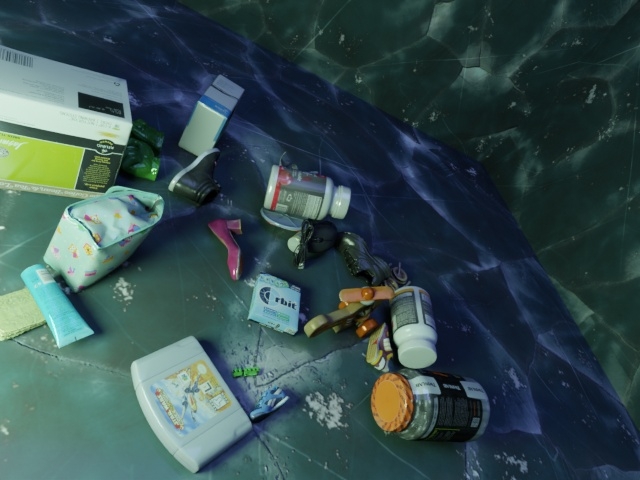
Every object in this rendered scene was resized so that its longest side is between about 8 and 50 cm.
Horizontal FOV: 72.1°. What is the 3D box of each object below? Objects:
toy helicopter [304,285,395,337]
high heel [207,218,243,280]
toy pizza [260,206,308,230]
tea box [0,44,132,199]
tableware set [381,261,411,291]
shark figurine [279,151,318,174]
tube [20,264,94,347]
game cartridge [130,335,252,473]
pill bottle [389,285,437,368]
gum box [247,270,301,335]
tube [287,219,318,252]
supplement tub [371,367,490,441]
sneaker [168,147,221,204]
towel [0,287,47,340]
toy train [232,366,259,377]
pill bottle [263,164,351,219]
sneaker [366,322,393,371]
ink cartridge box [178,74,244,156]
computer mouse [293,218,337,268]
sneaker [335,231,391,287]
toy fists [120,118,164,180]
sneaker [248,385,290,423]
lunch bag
[{"bbox_3d":[0.093,0.235,1.433,0.355,0.235,0.140,-11,58,-46],"label":"toy helicopter"},{"bbox_3d":[-0.322,0.028,1.468,0.117,0.082,0.244,-5,62,-4],"label":"high heel"},{"bbox_3d":[-0.141,-0.085,1.733,0.201,0.032,0.201,16,26,-8],"label":"toy pizza"},{"bbox_3d":[-0.745,-0.309,1.240,0.329,0.323,0.220,7,46,-37],"label":"tea box"},{"bbox_3d":[0.321,0.165,1.874,0.128,0.039,0.194,44,36,8],"label":"tableware set"},{"bbox_3d":[-0.124,-0.269,1.949,0.278,0.166,0.116,37,-3,45],"label":"shark figurine"},{"bbox_3d":[-0.622,0.150,1.029,0.207,0.052,0.080,51,43,11],"label":"tube"},{"bbox_3d":[-0.320,0.388,1.067,0.297,0.062,0.198,50,33,16],"label":"game cartridge"},{"bbox_3d":[0.342,0.317,1.622,0.162,0.162,0.278,25,38,-17],"label":"pill bottle"},{"bbox_3d":[-0.145,0.203,1.430,0.157,0.041,0.184,25,37,-17],"label":"gum box"},{"bbox_3d":[-0.048,-0.021,1.755,0.062,0.070,0.240,0,21,26],"label":"tube"},{"bbox_3d":[0.339,0.511,1.363,0.338,0.207,0.207,16,41,-28],"label":"supplement tub"},{"bbox_3d":[-0.419,-0.231,1.632,0.147,0.104,0.296,36,41,-6],"label":"sneaker"},{"bbox_3d":[-0.691,0.163,1.019,0.110,0.027,0.148,46,37,12],"label":"towel"},{"bbox_3d":[-0.205,0.366,1.220,0.083,0.017,0.024,7,55,-36],"label":"toy train"},{"bbox_3d":[-0.051,-0.178,1.723,0.318,0.176,0.176,12,41,-9],"label":"pill bottle"},{"bbox_3d":[0.217,0.374,1.539,0.084,0.069,0.185,40,41,-11],"label":"sneaker"},{"bbox_3d":[-0.443,-0.511,1.811,0.129,0.223,0.307,28,37,-15],"label":"ink cartridge box"},{"bbox_3d":[0.000,0.000,1.686,0.072,0.188,0.272,20,18,23],"label":"computer mouse"},{"bbox_3d":[0.151,0.076,1.780,0.286,0.109,0.130,41,48,13],"label":"sneaker"},{"bbox_3d":[-0.638,-0.330,1.553,0.142,0.096,0.279,15,43,-27],"label":"toy fists"},{"bbox_3d":[-0.146,0.434,1.166,0.059,0.053,0.144,51,29,17],"label":"sneaker"},{"bbox_3d":[-0.556,-0.020,1.168,0.160,0.223,0.262,47,36,0],"label":"lunch bag"}]
